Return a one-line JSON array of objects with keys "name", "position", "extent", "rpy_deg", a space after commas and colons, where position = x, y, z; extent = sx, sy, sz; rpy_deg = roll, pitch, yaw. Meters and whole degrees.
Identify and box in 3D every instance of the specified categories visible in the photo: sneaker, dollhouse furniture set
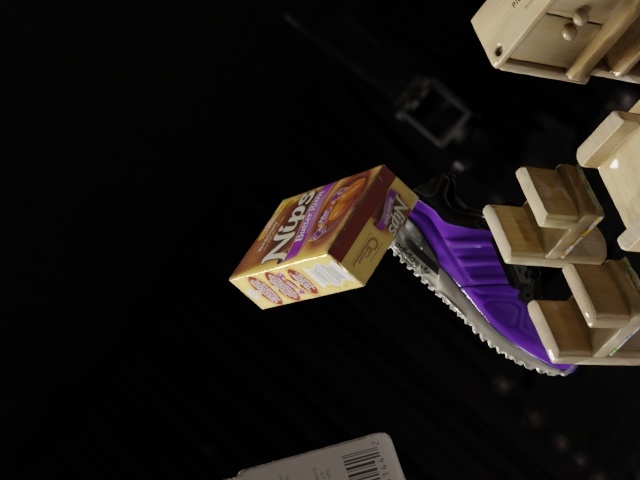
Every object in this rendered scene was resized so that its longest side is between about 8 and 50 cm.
[{"name": "sneaker", "position": [0.215, 0.030, 1.833], "extent": [0.146, 0.293, 0.102], "rpy_deg": [-50, -13, 12]}, {"name": "dollhouse furniture set", "position": [0.221, -0.070, 0.945], "extent": [0.161, 0.242, 0.212], "rpy_deg": [5, -39, -34]}]

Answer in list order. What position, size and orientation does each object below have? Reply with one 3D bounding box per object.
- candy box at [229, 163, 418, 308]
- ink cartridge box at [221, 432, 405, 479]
[{"name": "candy box", "position": [0.000, 0.000, 1.446], "extent": [0.187, 0.053, 0.109], "rpy_deg": [-19, 34, 58]}, {"name": "ink cartridge box", "position": [-0.022, 0.326, 1.223], "extent": [0.261, 0.296, 0.066], "rpy_deg": [-12, -21, -18]}]
